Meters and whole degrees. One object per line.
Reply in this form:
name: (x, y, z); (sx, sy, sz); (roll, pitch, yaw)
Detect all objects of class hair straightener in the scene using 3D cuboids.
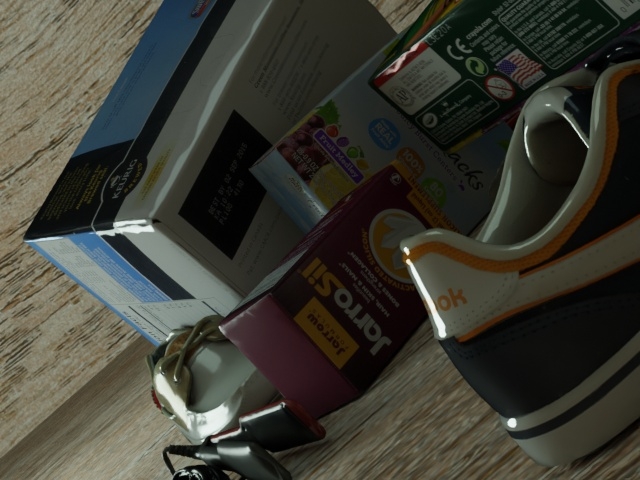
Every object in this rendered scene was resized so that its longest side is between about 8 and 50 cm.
hair straightener: (-0.079, 0.168, 1.047); (0.089, 0.047, 0.230); (-50, 15, -26)

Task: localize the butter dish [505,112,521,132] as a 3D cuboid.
butter dish: (0.191, -0.181, 1.588); (0.160, 0.118, 0.160); (-40, 5, 5)

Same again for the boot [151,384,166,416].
boot: (-0.075, 0.097, 1.497); (0.236, 0.085, 0.178); (-35, 13, 50)

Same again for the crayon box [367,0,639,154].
crayon box: (0.229, -0.260, 1.091); (0.313, 0.106, 0.363); (-54, 11, -31)

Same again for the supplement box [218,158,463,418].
supplement box: (0.025, 0.037, 1.098); (0.188, 0.104, 0.081); (-47, 8, -39)

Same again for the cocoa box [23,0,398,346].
cocoa box: (-0.082, -0.081, 1.399); (0.228, 0.231, 0.347); (-7, 49, 47)

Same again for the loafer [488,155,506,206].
loafer: (0.135, -0.017, 0.880); (0.080, 0.078, 0.220); (-41, 5, 12)

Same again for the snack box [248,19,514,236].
snack box: (0.068, -0.069, 1.261); (0.207, 0.174, 0.070); (-45, 8, -30)

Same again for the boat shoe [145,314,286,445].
boat shoe: (-0.097, 0.127, 1.245); (0.113, 0.103, 0.302); (-44, 6, -19)

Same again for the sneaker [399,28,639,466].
sneaker: (0.177, -0.051, 0.630); (0.321, 0.127, 0.126); (-41, 4, -11)
